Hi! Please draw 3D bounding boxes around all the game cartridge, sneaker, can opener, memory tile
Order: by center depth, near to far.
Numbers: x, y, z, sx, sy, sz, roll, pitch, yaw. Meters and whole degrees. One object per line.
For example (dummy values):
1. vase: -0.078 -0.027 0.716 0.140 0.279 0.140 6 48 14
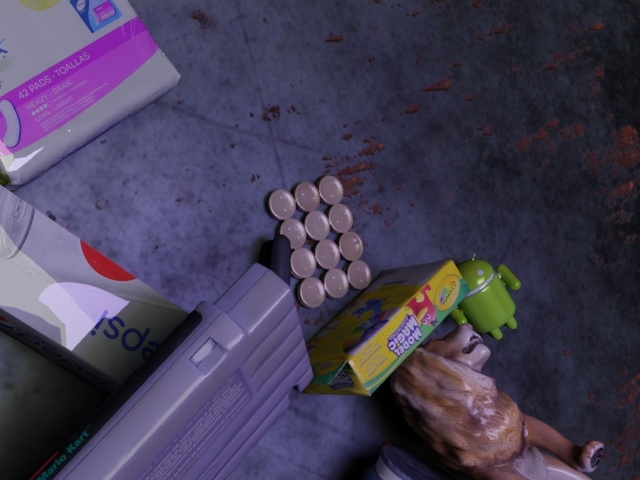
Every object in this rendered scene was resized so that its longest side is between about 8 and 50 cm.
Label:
1. game cartridge: -0.147 0.197 0.779 0.355 0.068 0.230 -47 153 -19
2. can opener: -0.058 0.082 0.974 0.073 0.059 0.186 22 70 -33
3. memory tile: 0.000 0.000 1.055 0.113 0.012 0.148 -20 93 -35
4. sneaker: 0.147 0.360 1.056 0.319 0.112 0.131 36 93 -29

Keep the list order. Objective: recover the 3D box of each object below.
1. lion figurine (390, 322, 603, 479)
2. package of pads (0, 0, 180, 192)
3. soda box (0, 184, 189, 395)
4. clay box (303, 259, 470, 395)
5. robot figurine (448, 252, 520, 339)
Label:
1. lion figurine: 0.235 0.270 1.067 0.142 0.240 0.392 -49 133 -20
2. package of pads: -0.311 -0.212 0.831 0.229 0.101 0.296 -42 104 -33
3. soda box: -0.243 0.058 0.835 0.286 0.091 0.098 38 63 -23
4. clay box: 0.057 0.109 1.005 0.222 0.127 0.053 -41 105 -31
5. robot figurine: 0.211 0.074 1.150 0.101 0.067 0.115 -34 103 -3
